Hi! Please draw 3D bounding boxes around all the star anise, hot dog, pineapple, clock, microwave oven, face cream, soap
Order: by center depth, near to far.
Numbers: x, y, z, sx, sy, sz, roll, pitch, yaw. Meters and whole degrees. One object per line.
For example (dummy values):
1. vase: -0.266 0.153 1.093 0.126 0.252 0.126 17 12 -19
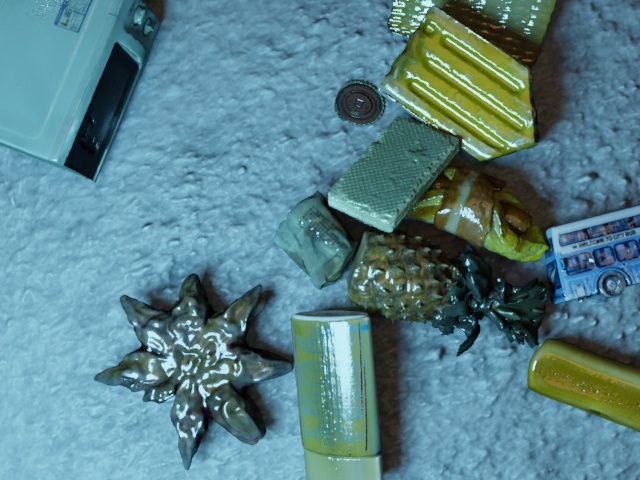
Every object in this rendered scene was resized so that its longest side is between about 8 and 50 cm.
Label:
1. face cream: 0.025 0.251 1.206 0.139 0.067 0.285 -2 94 34
2. pineapple: 0.196 0.085 1.214 0.309 0.141 0.170 16 76 0
3. hot dog: 0.235 -0.058 1.224 0.261 0.093 0.123 23 45 10
4. star anise: -0.203 0.200 1.246 0.315 0.108 0.316 0 83 -3
5. soap: 0.239 -0.231 1.250 0.257 0.080 0.160 36 105 7
6. microwave oven: -0.420 -0.275 1.278 0.237 0.181 0.295 20 86 9
7. clock: 0.065 -0.226 1.313 0.083 0.010 0.074 22 86 7

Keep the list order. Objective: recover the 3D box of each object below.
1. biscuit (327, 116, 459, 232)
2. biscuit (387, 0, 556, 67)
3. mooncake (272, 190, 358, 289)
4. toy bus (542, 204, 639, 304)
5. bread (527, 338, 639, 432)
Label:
1. biscuit: 0.112 -0.105 1.206 0.121 0.041 0.199 27 60 25
2. biscuit: 0.245 -0.387 1.270 0.254 0.029 0.172 18 118 6
3. mooncake: 0.000 0.000 1.242 0.073 0.130 0.125 -36 79 -32
4. toy bus: 0.493 0.010 1.205 0.297 0.106 0.131 -14 81 2
5. bread: 0.432 0.220 1.202 0.239 0.074 0.093 20 102 8
